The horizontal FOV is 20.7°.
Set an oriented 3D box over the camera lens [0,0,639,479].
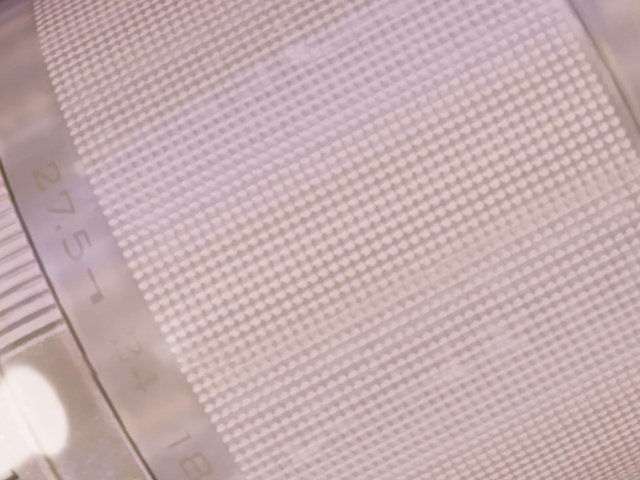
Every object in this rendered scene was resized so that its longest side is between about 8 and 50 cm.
[{"bbox_3d":[0.000,0.000,0.517,0.274,0.219,0.219,-28,55,6],"label":"camera lens"}]
